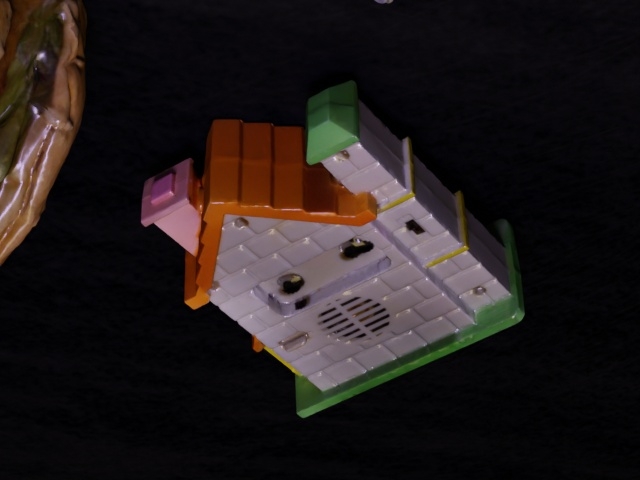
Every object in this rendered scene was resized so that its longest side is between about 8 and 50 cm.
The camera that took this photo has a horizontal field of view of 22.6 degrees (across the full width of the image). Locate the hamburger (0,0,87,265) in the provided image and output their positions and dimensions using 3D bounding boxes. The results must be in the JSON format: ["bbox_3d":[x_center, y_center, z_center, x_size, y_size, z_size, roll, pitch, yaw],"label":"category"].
[{"bbox_3d":[-0.287,-0.041,1.087,0.330,0.209,0.162,-30,135,33],"label":"hamburger"}]

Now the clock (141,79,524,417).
[{"bbox_3d":[0.000,0.000,1.253,0.219,0.106,0.255,-26,132,25],"label":"clock"}]

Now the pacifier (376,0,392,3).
[{"bbox_3d":[0.040,-0.193,1.039,0.064,0.068,0.083,-34,139,-4],"label":"pacifier"}]
